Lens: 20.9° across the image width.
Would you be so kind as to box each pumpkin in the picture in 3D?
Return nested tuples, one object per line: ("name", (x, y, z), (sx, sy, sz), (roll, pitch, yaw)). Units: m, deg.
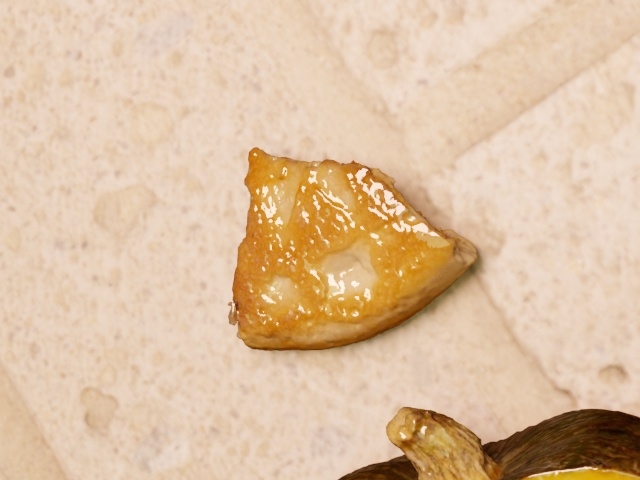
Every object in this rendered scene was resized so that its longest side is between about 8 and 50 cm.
("pumpkin", (0.113, 0.205, 1.139), (0.317, 0.139, 0.221), (-19, 90, 23))

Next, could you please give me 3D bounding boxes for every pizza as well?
("pizza", (0.000, 0.000, 1.215), (0.182, 0.062, 0.161), (-37, 87, 25))
